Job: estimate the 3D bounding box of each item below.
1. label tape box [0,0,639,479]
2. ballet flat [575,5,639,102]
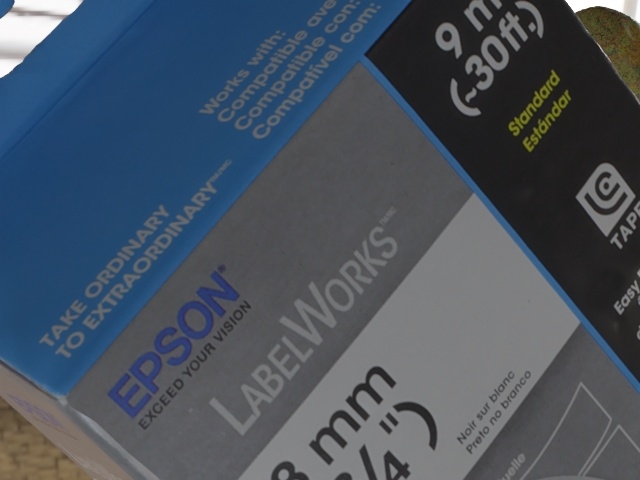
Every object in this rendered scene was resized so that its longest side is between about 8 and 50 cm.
[{"bbox_3d":[0.000,0.000,0.498,0.240,0.333,0.106,-50,-156,-17],"label":"label tape box"},{"bbox_3d":[0.238,-0.018,0.895,0.123,0.348,0.123,-14,-131,17],"label":"ballet flat"}]
